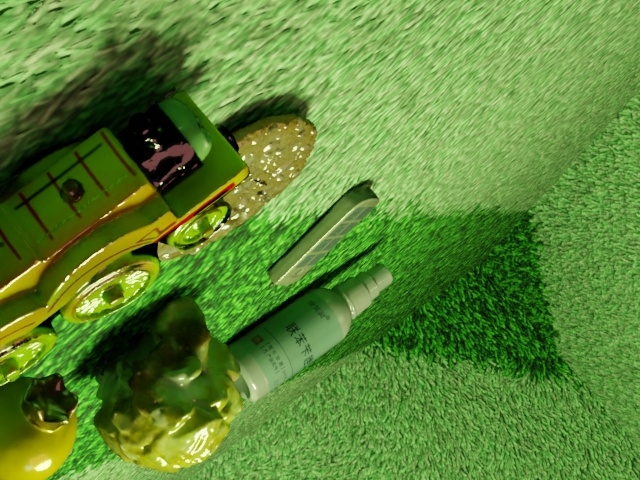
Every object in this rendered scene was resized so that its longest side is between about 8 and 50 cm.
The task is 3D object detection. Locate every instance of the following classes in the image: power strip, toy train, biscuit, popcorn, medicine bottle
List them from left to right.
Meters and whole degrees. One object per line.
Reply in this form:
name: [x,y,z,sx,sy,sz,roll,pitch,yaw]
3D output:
toy train: [-0.185,0.001,0.664,0.296,0.100,0.160,-38,166,-7]
popcorn: [-0.191,0.177,1.148,0.198,0.198,0.212,-25,135,-48]
biscuit: [-0.094,-0.050,0.902,0.220,0.033,0.220,-35,166,-10]
medicine bottle: [-0.013,0.149,1.639,0.352,0.110,0.110,-33,166,-25]
power strip: [0.000,0.000,1.342,0.227,0.029,0.080,-44,166,22]

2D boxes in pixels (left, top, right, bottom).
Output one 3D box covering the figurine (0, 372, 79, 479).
figurine: [-0.324,0.214,0.992,0.234,0.127,0.185,-58,173,20]
